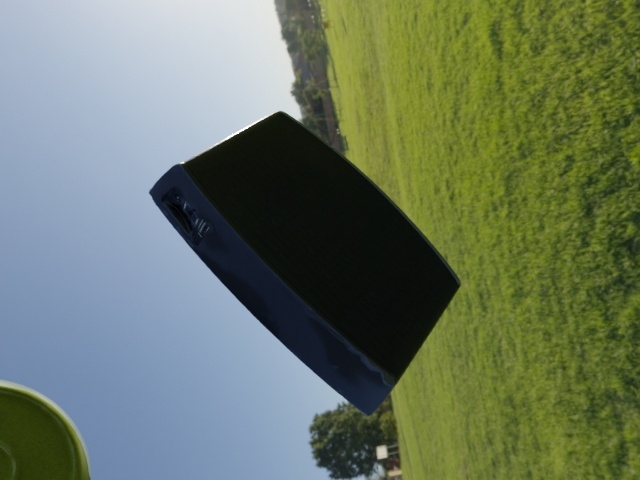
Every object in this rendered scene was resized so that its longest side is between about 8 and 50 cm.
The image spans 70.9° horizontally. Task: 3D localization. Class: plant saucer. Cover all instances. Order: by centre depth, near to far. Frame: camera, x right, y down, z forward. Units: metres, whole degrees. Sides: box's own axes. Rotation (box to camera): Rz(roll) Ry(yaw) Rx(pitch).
[{"bbox_3d":[-0.333,0.230,0.431,0.241,0.037,0.241,37,-157,-19],"label":"plant saucer"}]

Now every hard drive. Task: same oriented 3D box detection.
[{"bbox_3d":[0.000,0.000,0.392,0.255,0.172,0.054,45,141,5],"label":"hard drive"}]
